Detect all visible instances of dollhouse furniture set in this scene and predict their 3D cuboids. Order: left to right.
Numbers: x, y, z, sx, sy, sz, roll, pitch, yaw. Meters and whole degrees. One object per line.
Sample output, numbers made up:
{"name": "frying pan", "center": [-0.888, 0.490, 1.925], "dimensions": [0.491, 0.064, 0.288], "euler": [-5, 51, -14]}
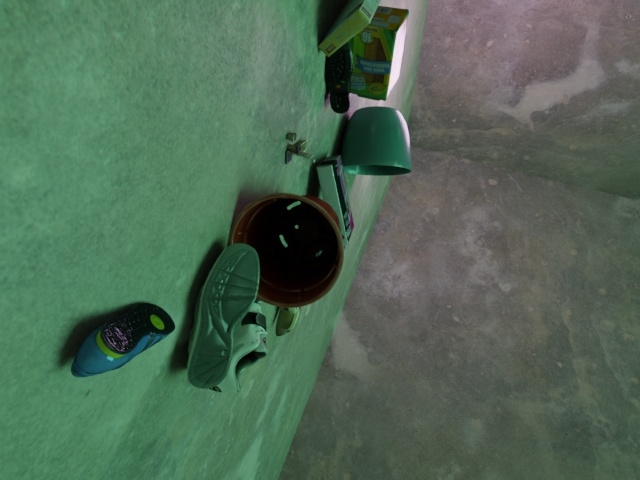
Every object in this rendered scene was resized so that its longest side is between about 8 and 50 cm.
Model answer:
{"name": "dollhouse furniture set", "center": [-0.037, -0.265, 1.147], "dimensions": [0.114, 0.081, 0.091], "euler": [-55, 158, -52]}

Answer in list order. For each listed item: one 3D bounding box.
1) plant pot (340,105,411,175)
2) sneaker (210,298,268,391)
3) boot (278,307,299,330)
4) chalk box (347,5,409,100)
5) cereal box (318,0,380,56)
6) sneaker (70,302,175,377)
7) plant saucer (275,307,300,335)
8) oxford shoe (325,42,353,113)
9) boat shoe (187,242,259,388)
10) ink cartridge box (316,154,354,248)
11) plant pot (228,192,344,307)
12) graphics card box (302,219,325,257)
{"name": "plant pot", "center": [0.221, -0.395, 1.631], "dimensions": [0.293, 0.293, 0.235], "euler": [-6, 99, -76]}
{"name": "sneaker", "center": [-0.185, 0.237, 1.059], "dimensions": [0.122, 0.146, 0.330], "euler": [85, 24, -54]}
{"name": "boot", "center": [-0.122, 0.218, 1.430], "dimensions": [0.165, 0.077, 0.213], "euler": [13, 89, -77]}
{"name": "chalk box", "center": [0.166, -0.590, 1.349], "dimensions": [0.289, 0.180, 0.179], "euler": [90, 22, -48]}
{"name": "cereal box", "center": [0.099, -0.626, 1.106], "dimensions": [0.173, 0.047, 0.240], "euler": [-14, -134, 53]}
{"name": "sneaker", "center": [-0.310, 0.157, 0.653], "dimensions": [0.082, 0.069, 0.209], "euler": [-41, 178, 6]}
{"name": "plant saucer", "center": [-0.119, 0.290, 1.622], "dimensions": [0.198, 0.036, 0.198], "euler": [18, 90, -76]}
{"name": "oxford shoe", "center": [0.059, -0.517, 1.264], "dimensions": [0.227, 0.083, 0.096], "euler": [92, 4, -54]}
{"name": "boat shoe", "center": [-0.225, 0.157, 0.906], "dimensions": [0.118, 0.103, 0.320], "euler": [14, 90, -32]}
{"name": "ink cartridge box", "center": [0.065, -0.110, 1.483], "dimensions": [0.175, 0.069, 0.370], "euler": [-61, 144, -65]}
{"name": "plant pot", "center": [-0.060, -0.004, 1.056], "dimensions": [0.265, 0.273, 0.272], "euler": [-56, 160, -74]}
{"name": "graphics card box", "center": [0.000, 0.000, 1.608], "dimensions": [0.371, 0.094, 0.232], "euler": [-10, 115, -74]}
